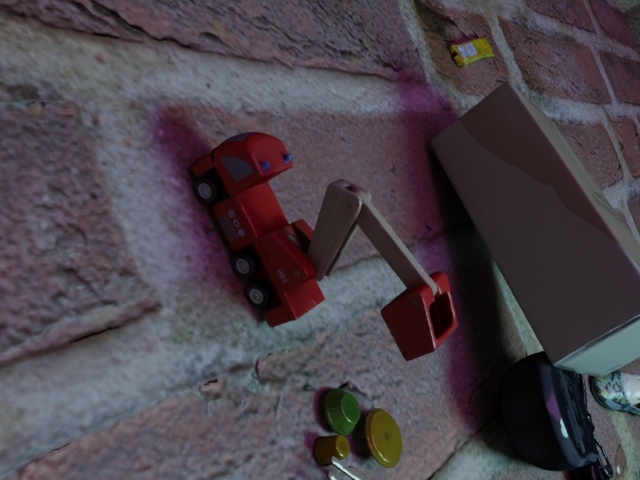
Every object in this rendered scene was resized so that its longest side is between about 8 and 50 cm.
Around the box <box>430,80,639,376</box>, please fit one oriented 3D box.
[{"bbox_3d":[0.262,-0.013,0.783,0.148,0.121,0.311,20,40,-49],"label":"box"}]

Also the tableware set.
[{"bbox_3d":[0.049,0.188,0.550,0.154,0.024,0.104,42,38,-28],"label":"tableware set"}]

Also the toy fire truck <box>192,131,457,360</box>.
[{"bbox_3d":[0.000,0.000,0.494,0.047,0.135,0.191,-29,94,-55],"label":"toy fire truck"}]

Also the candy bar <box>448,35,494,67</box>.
[{"bbox_3d":[0.235,-0.292,1.065,0.040,0.018,0.161,60,36,-3],"label":"candy bar"}]

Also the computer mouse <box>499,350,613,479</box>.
[{"bbox_3d":[0.256,0.206,0.773,0.272,0.072,0.188,36,42,-53],"label":"computer mouse"}]

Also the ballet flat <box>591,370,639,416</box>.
[{"bbox_3d":[0.467,0.223,1.030,0.188,0.070,0.070,20,56,-45],"label":"ballet flat"}]
